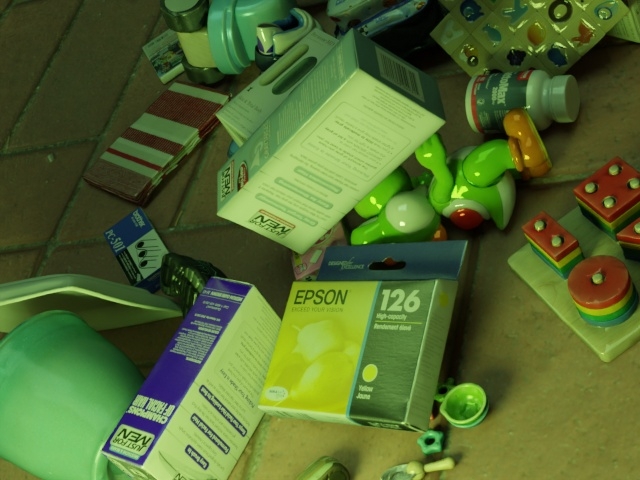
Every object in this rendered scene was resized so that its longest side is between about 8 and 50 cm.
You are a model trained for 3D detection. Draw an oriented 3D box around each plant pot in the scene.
[{"bbox_3d":[-0.392,0.289,1.730,0.255,0.272,0.272,24,66,28],"label":"plant pot"}]

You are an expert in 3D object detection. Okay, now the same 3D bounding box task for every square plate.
[{"bbox_3d":[-0.472,0.118,1.873,0.347,0.344,0.049,-10,76,25],"label":"square plate"}]

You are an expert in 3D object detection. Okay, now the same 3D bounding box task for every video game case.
[{"bbox_3d":[-0.329,-0.484,2.557,0.201,0.023,0.183,-33,42,0],"label":"video game case"}]

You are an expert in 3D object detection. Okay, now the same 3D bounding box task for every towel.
[{"bbox_3d":[-0.361,-0.225,2.333,0.237,0.037,0.329,22,64,45],"label":"towel"}]

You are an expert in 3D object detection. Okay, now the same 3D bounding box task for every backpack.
[{"bbox_3d":[0.140,-0.481,2.132,0.276,0.213,0.263,-18,34,21],"label":"backpack"}]

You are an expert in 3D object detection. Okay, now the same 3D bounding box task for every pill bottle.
[{"bbox_3d":[0.358,-0.246,1.840,0.180,0.108,0.108,0,52,32],"label":"pill bottle"}]

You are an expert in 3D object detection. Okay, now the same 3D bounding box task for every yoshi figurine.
[{"bbox_3d":[0.195,-0.110,1.773,0.362,0.204,0.203,-30,26,9],"label":"yoshi figurine"}]

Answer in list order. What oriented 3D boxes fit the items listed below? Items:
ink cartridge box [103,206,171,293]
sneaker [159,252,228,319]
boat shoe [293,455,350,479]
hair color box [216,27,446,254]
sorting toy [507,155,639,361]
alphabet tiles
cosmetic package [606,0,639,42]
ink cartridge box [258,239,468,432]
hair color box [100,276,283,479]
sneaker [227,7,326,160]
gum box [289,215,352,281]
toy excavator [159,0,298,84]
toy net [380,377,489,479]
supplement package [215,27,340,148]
[{"bbox_3d":[-0.360,0.023,2.095,0.097,0.046,0.207,-37,42,-4],"label":"ink cartridge box"},{"bbox_3d":[-0.207,0.083,1.871,0.267,0.106,0.101,40,122,59],"label":"sneaker"},{"bbox_3d":[-0.043,0.394,1.550,0.190,0.068,0.072,-36,29,-16],"label":"boat shoe"},{"bbox_3d":[0.008,-0.151,1.712,0.374,0.185,0.114,-43,36,33],"label":"hair color box"},{"bbox_3d":[0.443,0.010,1.565,0.257,0.089,0.255,-36,42,-2],"label":"sorting toy"},{"bbox_3d":[0.366,-0.428,1.854,0.342,0.285,0.011,-45,-2,28],"label":"alphabet tiles"},{"bbox_3d":[0.507,-0.491,1.952,0.153,0.129,0.296,-48,43,-15],"label":"cosmetic package"},{"bbox_3d":[0.063,0.135,1.630,0.303,0.072,0.307,-4,66,43],"label":"ink cartridge box"},{"bbox_3d":[-0.182,0.249,1.672,0.110,0.185,0.339,8,56,37],"label":"hair color box"},{"bbox_3d":[-0.109,-0.321,2.107,0.323,0.236,0.130,-44,43,-11],"label":"sneaker"},{"bbox_3d":[0.000,0.000,1.874,0.107,0.062,0.188,-26,43,10],"label":"gum box"},{"bbox_3d":[-0.085,-0.561,2.365,0.445,0.222,0.433,5,55,14],"label":"toy excavator"},{"bbox_3d":[0.147,0.298,1.522,0.232,0.045,0.122,-48,44,-14],"label":"toy net"},{"bbox_3d":[-0.015,-0.227,1.990,0.262,0.198,0.199,-42,42,-8],"label":"supplement package"}]
